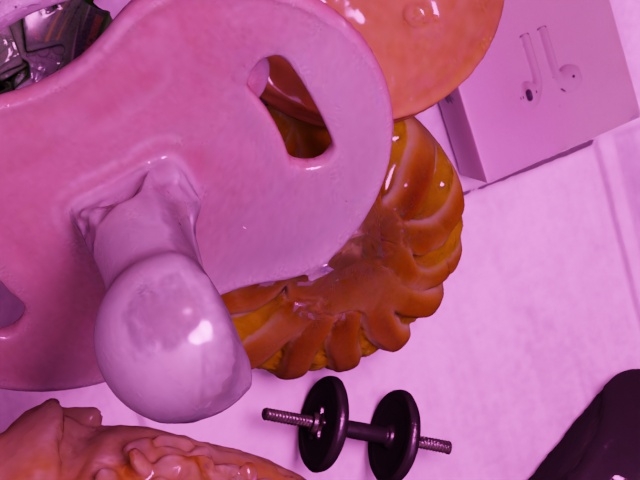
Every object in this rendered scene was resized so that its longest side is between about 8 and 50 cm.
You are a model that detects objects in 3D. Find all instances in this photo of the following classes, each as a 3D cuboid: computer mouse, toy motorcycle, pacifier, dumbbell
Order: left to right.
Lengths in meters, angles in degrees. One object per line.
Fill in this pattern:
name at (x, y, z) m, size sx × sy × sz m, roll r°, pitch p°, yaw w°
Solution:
toy motorcycle at (-0.183, -0.131, 1.196) m, size 0.106 × 0.074 × 0.190 m, roll 22°, pitch 92°, yaw -14°
pacifier at (-0.106, -0.014, 1.107) m, size 0.332 × 0.220 × 0.273 m, roll -28°, pitch 77°, yaw 2°
dumbbell at (0.027, 0.133, 1.321) m, size 0.147 × 0.069 × 0.069 m, roll 12°, pitch 95°, yaw -23°
computer mouse at (0.225, 0.229, 1.400) m, size 0.170 × 0.100 × 0.269 m, roll 42°, pitch 83°, yaw -20°

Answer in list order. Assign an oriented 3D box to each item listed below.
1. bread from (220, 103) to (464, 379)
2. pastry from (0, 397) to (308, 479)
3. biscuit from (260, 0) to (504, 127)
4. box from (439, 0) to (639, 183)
bread at (0.000, 0.000, 1.272) m, size 0.213 × 0.105 × 0.213 m, roll -5°, pitch 104°, yaw -22°
pastry at (-0.117, 0.298, 1.184) m, size 0.410 × 0.245 × 0.409 m, roll -6°, pitch 102°, yaw -30°
biscuit at (0.044, -0.246, 1.229) m, size 0.275 × 0.052 × 0.355 m, roll 26°, pitch 77°, yaw -15°
box at (0.145, -0.126, 1.332) m, size 0.130 × 0.051 × 0.129 m, roll -23°, pitch 107°, yaw -16°
